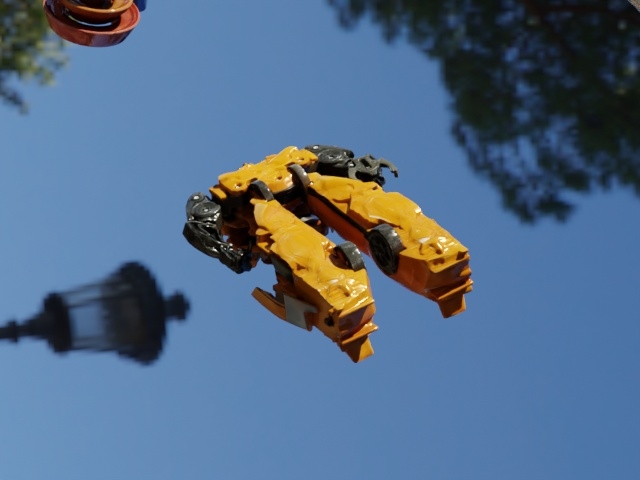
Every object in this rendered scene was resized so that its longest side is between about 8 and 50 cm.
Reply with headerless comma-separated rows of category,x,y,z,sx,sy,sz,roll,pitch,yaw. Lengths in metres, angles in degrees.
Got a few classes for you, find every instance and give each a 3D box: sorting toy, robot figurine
sorting toy,-0.115,-0.139,0.864,0.102,0.061,0.042,-118,-146,-47
robot figurine,0.000,0.000,1.580,0.291,0.211,0.085,37,-36,51

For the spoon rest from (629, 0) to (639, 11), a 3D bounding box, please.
spoon rest,0.218,-0.202,1.101,0.276,0.137,0.084,-91,166,-57
